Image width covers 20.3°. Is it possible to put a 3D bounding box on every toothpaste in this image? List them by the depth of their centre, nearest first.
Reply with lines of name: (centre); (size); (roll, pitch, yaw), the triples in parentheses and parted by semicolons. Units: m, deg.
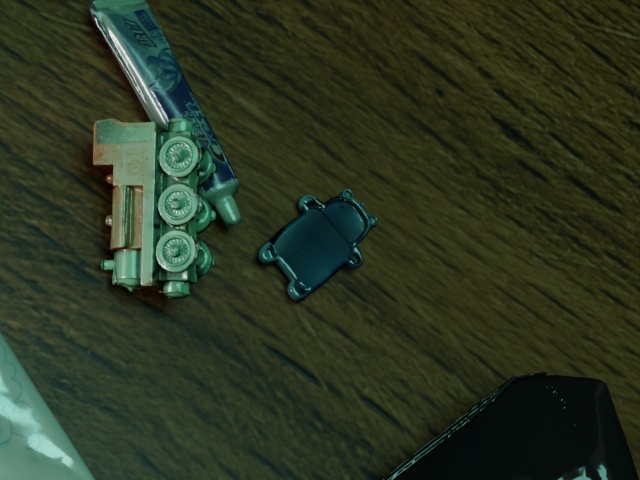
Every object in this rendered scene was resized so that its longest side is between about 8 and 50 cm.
toothpaste: (-0.148, -0.132, 1.800); (0.069, 0.047, 0.268); (-26, 80, -19)

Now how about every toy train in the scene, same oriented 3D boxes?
toy train: (-0.163, -0.031, 1.729); (0.118, 0.074, 0.176); (0, 83, 14)

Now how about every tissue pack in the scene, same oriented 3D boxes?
tissue pack: (-0.295, 0.196, 1.518); (0.124, 0.201, 0.271); (-30, 85, -37)

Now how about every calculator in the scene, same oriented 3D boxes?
calculator: (0.000, 0.000, 1.831); (0.141, 0.019, 0.094); (-40, 91, -32)

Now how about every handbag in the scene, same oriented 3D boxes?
handbag: (0.203, 0.316, 1.743); (0.288, 0.152, 0.342); (-23, 81, -18)
